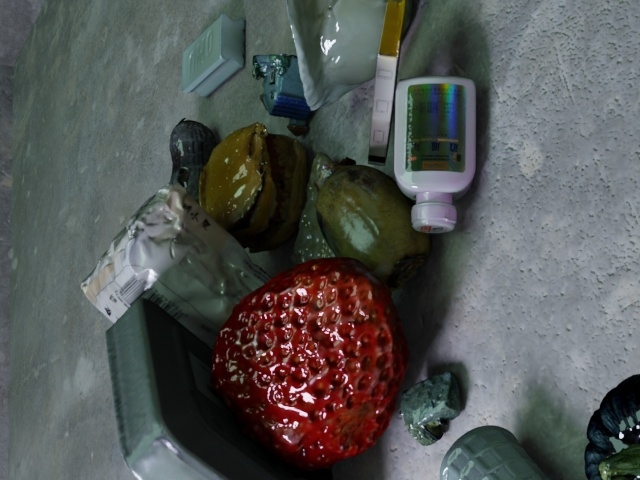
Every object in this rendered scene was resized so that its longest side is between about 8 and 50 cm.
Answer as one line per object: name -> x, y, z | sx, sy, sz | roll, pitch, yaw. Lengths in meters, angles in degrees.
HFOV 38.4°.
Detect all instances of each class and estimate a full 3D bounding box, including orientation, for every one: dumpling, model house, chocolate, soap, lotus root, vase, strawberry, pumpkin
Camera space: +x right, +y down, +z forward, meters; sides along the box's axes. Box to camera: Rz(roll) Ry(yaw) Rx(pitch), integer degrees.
dumpling -> 0.051, -0.401, 1.499 | 0.270, 0.211, 0.321 | 60, -160, -84
model house -> 0.162, 0.233, 1.280 | 0.083, 0.066, 0.079 | -31, 43, 29
chocolate -> -0.283, -0.156, 2.039 | 0.110, 0.110, 0.248 | -28, 56, 52
soap -> -0.243, -0.413, 2.078 | 0.198, 0.066, 0.119 | -26, 59, 53
lotus root -> 0.064, -0.040, 1.407 | 0.154, 0.154, 0.278 | -58, 45, 31
vase -> 0.254, 0.334, 1.030 | 0.299, 0.143, 0.143 | 44, 118, 57
model house -> -0.069, -0.272, 1.730 | 0.148, 0.119, 0.149 | 12, 100, 58
strawberry -> 0.003, 0.164, 1.346 | 0.310, 0.291, 0.292 | -48, 40, 11
pumpkin -> 0.351, 0.220, 0.902 | 0.194, 0.150, 0.194 | -10, 64, 21

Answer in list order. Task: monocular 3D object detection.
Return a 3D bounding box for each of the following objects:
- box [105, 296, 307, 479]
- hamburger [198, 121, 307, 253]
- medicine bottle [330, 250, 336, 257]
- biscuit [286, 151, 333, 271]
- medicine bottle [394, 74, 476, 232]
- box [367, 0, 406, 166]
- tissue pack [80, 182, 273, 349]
box -> -0.147, 0.299, 1.391 | 0.111, 0.396, 0.396 | -43, 29, 6
hamburger -> -0.119, -0.094, 1.711 | 0.244, 0.163, 0.244 | -28, 52, 44
medicine bottle -> 0.046, 0.011, 1.512 | 0.057, 0.057, 0.089 | -3, 80, 57
biscuit -> 0.002, 0.000, 1.603 | 0.141, 0.038, 0.290 | 29, 108, 56
medicine bottle -> 0.163, -0.123, 1.311 | 0.078, 0.115, 0.219 | 66, -154, -77
box -> 0.099, -0.242, 1.381 | 0.247, 0.033, 0.129 | 93, -173, -50
tissue pack -> -0.227, 0.117, 1.644 | 0.390, 0.375, 0.195 | -35, 16, 50
